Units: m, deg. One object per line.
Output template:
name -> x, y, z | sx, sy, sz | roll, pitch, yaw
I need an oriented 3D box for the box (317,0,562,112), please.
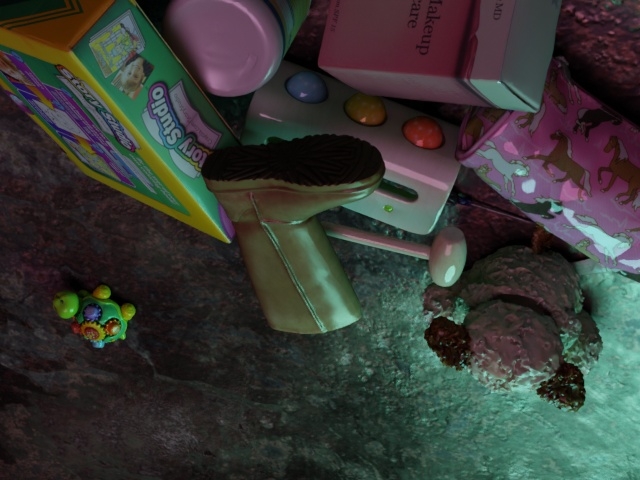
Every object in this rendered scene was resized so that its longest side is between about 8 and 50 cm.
box -> 0.135, -0.240, 1.414 | 0.232, 0.148, 0.127 | 9, 175, 31

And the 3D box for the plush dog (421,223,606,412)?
plush dog -> 0.264, 0.112, 1.657 | 0.262, 0.225, 0.210 | 19, 133, 3

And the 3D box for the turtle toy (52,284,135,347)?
turtle toy -> -0.362, 0.119, 1.972 | 0.130, 0.066, 0.095 | 38, 129, -13

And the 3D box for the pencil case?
pencil case -> 0.356, -0.070, 1.535 | 0.386, 0.160, 0.167 | 34, 147, -10

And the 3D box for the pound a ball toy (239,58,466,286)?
pound a ball toy -> 0.057, -0.099, 1.571 | 0.319, 0.208, 0.135 | 21, 132, 2

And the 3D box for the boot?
boot -> 0.000, 0.000, 1.499 | 0.236, 0.089, 0.269 | 3, 136, 28

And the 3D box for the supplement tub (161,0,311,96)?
supplement tub -> -0.092, -0.278, 1.483 | 0.144, 0.199, 0.144 | 9, 129, 11

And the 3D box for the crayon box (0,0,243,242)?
crayon box -> -0.265, -0.179, 1.524 | 0.313, 0.106, 0.363 | 23, 160, 39

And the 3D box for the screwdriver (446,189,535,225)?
screwdriver -> 0.217, -0.048, 1.692 | 0.170, 0.025, 0.024 | 14, 130, -5
